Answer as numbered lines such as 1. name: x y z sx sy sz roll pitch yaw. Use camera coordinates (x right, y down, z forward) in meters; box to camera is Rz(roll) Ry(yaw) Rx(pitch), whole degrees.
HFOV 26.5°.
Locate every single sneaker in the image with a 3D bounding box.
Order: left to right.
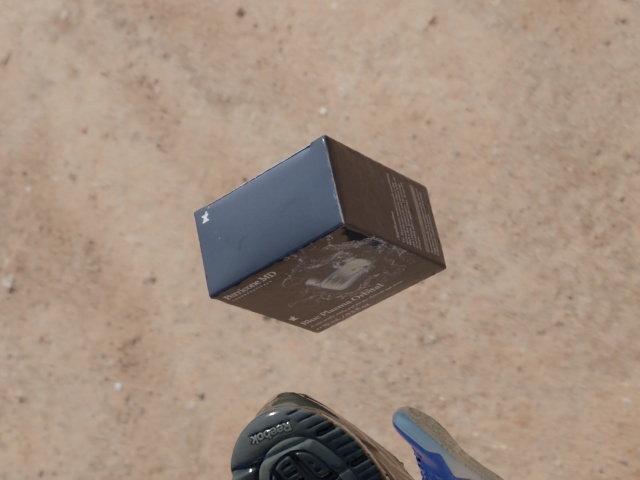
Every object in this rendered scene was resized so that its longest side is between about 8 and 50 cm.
1. sneaker: 0.056 0.209 0.934 0.109 0.130 0.286 -37 98 7
2. sneaker: 0.103 0.223 1.241 0.084 0.152 0.058 -45 20 12

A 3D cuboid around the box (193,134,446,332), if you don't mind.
1. box: 0.000 0.000 1.210 0.156 0.158 0.093 -29 58 29
